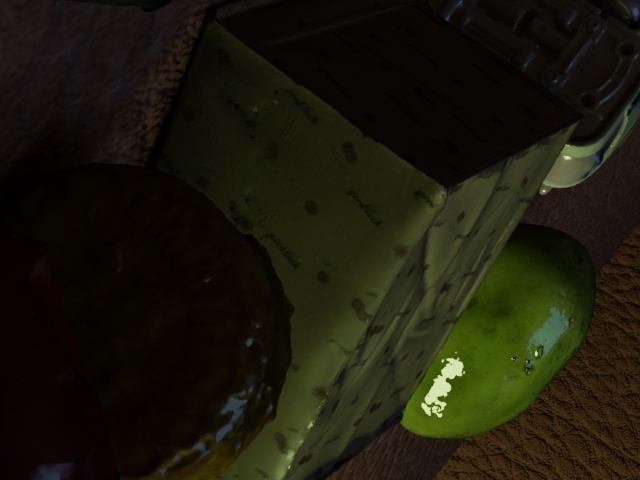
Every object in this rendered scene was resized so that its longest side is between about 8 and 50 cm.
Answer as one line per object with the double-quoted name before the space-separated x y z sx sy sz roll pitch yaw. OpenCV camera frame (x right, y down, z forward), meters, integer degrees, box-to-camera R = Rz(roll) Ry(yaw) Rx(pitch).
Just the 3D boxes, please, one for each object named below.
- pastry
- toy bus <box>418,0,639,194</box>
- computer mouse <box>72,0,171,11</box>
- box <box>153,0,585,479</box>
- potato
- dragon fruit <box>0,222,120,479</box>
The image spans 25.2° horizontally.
"pastry" -0.110 0.051 0.758 0.189 0.188 0.103 -53 162 -6
"toy bus" 0.151 -0.141 1.079 0.142 0.202 0.142 -51 166 -14
"computer mouse" -0.079 -0.156 0.609 0.147 0.088 0.264 -58 167 20
"box" 0.000 0.000 0.961 0.225 0.190 0.297 -28 149 -55
"potato" 0.205 0.109 1.755 0.304 0.216 0.216 -50 167 20
"dragon fruit" -0.191 0.138 0.568 0.240 0.330 0.302 -25 156 -18
